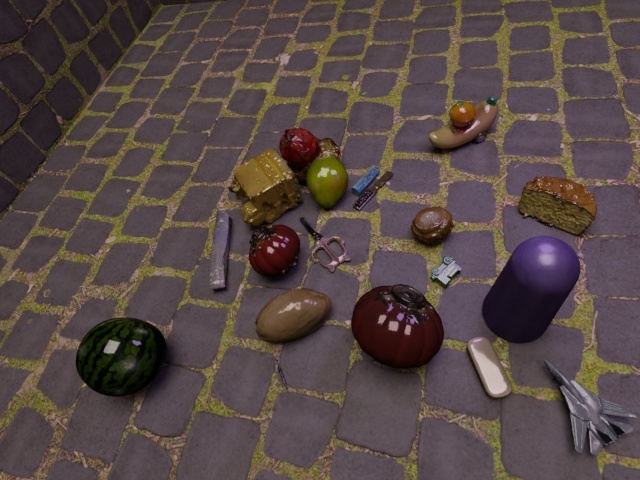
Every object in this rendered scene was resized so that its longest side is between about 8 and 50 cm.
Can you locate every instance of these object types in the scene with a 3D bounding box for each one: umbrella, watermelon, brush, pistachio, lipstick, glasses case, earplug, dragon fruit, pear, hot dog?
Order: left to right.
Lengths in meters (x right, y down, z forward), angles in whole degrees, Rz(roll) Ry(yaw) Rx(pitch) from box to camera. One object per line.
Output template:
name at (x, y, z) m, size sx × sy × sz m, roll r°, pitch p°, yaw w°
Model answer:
watermelon at (-0.711, 0.411, 1.464) m, size 0.285 × 0.285 × 0.285 m, roll -6°, pitch 57°, yaw 9°
umbrella at (-0.135, 0.481, 1.447) m, size 0.013 × 0.022 × 0.122 m, roll -11°, pitch 63°, yaw -25°
pistachio at (-0.100, 0.270, 1.492) m, size 0.293 × 0.181 × 0.162 m, roll -24°, pitch 18°, yaw -7°
dragon fruit at (-0.094, -0.410, 1.783) m, size 0.172 × 0.210 × 0.172 m, roll -1°, pitch 88°, yaw 43°
hot dog at (-0.032, -0.366, 1.916) m, size 0.259 × 0.114 × 0.175 m, roll -32°, pitch 61°, yaw -3°
pear at (0.033, -0.251, 1.788) m, size 0.188 × 0.187 × 0.219 m, roll -13°, pitch 91°, yaw 4°
lipstick at (0.205, -0.272, 1.837) m, size 0.048 × 0.048 × 0.158 m, roll 32°, pitch 69°, yaw 28°
brush at (0.236, -0.230, 1.811) m, size 0.043 × 0.036 × 0.248 m, roll 36°, pitch 71°, yaw 25°
glasses case at (0.542, 0.410, 1.318) m, size 0.083 × 0.050 × 0.196 m, roll -16°, pitch 55°, yaw 5°
earplug at (0.634, 0.145, 1.227) m, size 0.215 × 0.455 × 0.215 m, roll -5°, pitch 60°, yaw 9°

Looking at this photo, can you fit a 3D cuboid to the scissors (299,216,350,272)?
scissors at (0.000, 0.000, 1.722) m, size 0.160 × 0.024 × 0.317 m, roll -34°, pitch 57°, yaw -8°

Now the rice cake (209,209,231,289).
rice cake at (-0.431, 0.038, 1.771) m, size 0.070 × 0.064 × 0.398 m, roll -3°, pitch 57°, yaw -1°

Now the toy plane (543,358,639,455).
toy plane at (0.762, 0.475, 1.213) m, size 0.212 × 0.088 × 0.267 m, roll -28°, pitch 48°, yaw -7°

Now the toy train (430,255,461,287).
toy train at (0.469, 0.116, 1.527) m, size 0.122 × 0.050 × 0.081 m, roll -40°, pitch 63°, yaw -14°

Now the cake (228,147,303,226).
cake at (-0.253, -0.221, 1.802) m, size 0.286 × 0.222 × 0.227 m, roll -31°, pitch 55°, yaw -7°

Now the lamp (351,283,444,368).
lamp at (0.251, 0.280, 1.339) m, size 0.303 × 0.256 × 0.303 m, roll 13°, pitch 24°, yaw -6°

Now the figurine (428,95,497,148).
figurine at (0.629, -0.518, 1.796) m, size 0.325 × 0.222 × 0.124 m, roll -24°, pitch 58°, yaw -4°

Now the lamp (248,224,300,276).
lamp at (-0.189, 0.035, 1.627) m, size 0.227 × 0.226 × 0.226 m, roll -6°, pitch 57°, yaw 9°

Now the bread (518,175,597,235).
bread at (0.904, -0.148, 1.541) m, size 0.261 × 0.160 × 0.147 m, roll 26°, pitch 58°, yaw 29°

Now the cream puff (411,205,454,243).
cream puff at (0.441, -0.055, 1.603) m, size 0.165 × 0.115 × 0.150 m, roll -7°, pitch 49°, yaw 20°
